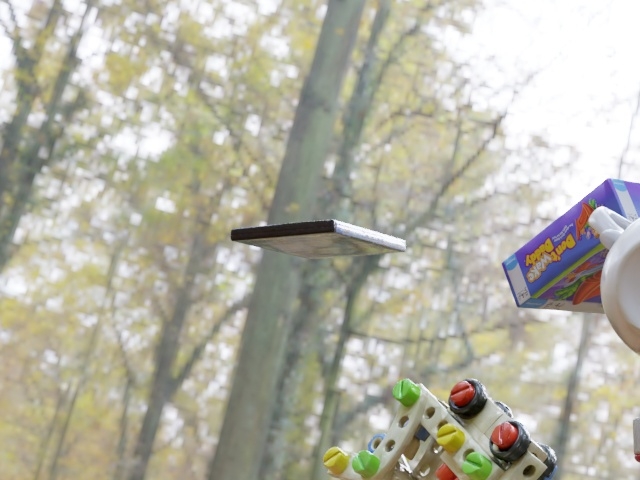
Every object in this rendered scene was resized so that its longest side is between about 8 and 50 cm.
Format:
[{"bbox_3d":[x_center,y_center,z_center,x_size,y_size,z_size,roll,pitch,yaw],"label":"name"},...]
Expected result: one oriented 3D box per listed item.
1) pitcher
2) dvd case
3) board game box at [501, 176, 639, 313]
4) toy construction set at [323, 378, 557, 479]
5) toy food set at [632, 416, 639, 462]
[{"bbox_3d":[0.275,0.024,1.134,0.178,0.125,0.207,32,11,21],"label":"pitcher"},{"bbox_3d":[0.000,0.000,2.231,0.180,0.022,0.253,-4,-9,28],"label":"dvd case"},{"bbox_3d":[0.472,0.019,2.084,0.347,0.078,0.233,6,-34,-36],"label":"board game box"},{"bbox_3d":[0.158,0.285,1.672,0.328,0.215,0.151,44,3,43],"label":"toy construction set"},{"bbox_3d":[0.479,0.293,1.866,0.111,0.104,0.232,-8,-19,31],"label":"toy food set"}]
